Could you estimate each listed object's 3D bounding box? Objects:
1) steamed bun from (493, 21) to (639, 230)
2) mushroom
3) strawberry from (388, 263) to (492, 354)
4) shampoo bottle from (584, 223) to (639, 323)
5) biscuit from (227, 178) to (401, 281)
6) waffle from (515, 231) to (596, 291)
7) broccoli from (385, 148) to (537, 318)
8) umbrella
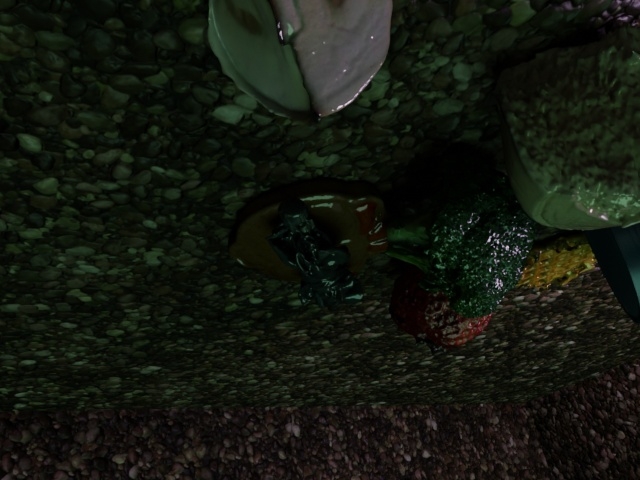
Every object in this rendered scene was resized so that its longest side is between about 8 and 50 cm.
[{"bbox_3d":[0.383,-0.159,0.833,0.271,0.291,0.273,6,157,0],"label":"steamed bun"},{"bbox_3d":[-0.032,-0.277,0.649,0.162,0.173,0.237,9,129,50],"label":"mushroom"},{"bbox_3d":[0.307,0.108,1.305,0.238,0.250,0.289,25,121,4],"label":"strawberry"},{"bbox_3d":[0.708,-0.050,1.041,0.342,0.332,0.331,-22,148,18],"label":"shampoo bottle"},{"bbox_3d":[0.000,0.000,1.168,0.358,0.074,0.381,-17,146,14],"label":"biscuit"},{"bbox_3d":[0.622,0.058,1.461,0.262,0.060,0.280,9,144,-30],"label":"waffle"},{"bbox_3d":[0.255,-0.013,1.017,0.274,0.308,0.308,1,155,22],"label":"broccoli"},{"bbox_3d":[-0.011,0.039,1.072,0.143,0.094,0.349,-17,147,3],"label":"umbrella"}]
